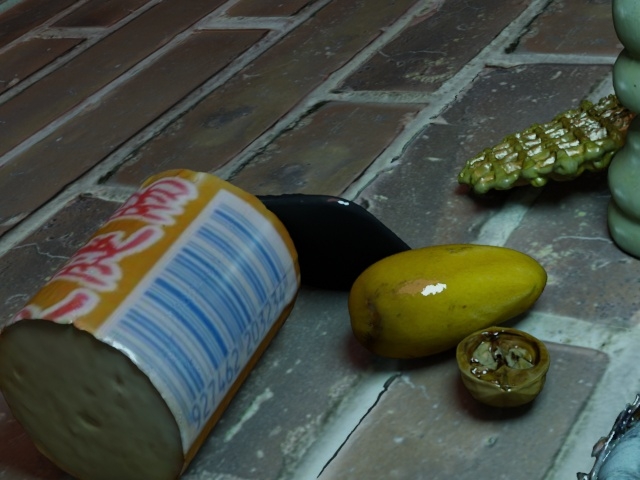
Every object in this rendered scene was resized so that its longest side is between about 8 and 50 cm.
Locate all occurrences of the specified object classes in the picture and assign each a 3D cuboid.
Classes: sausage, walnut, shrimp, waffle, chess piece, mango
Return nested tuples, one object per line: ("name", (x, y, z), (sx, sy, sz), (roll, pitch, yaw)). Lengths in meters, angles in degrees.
("sausage", (-0.175, 0.090, 1.167), (0.233, 0.233, 0.287), (1, 36, 27))
("walnut", (0.182, 0.134, 1.095), (0.091, 0.052, 0.121), (-4, 24, 6))
("shrimp", (0.284, 0.188, 0.942), (0.090, 0.079, 0.233), (39, 50, 13))
("waffle", (0.296, -0.120, 1.411), (0.243, 0.058, 0.238), (-32, 18, -33))
("chess piece", (0.390, -0.156, 1.202), (0.182, 0.330, 0.182), (-11, 31, 7))
("mango", (0.138, 0.060, 1.183), (0.219, 0.112, 0.145), (-11, 9, -7))

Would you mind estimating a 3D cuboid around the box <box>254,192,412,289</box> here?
("box", (0.000, 0.000, 1.270), (0.213, 0.201, 0.042), (-2, 60, 35))
